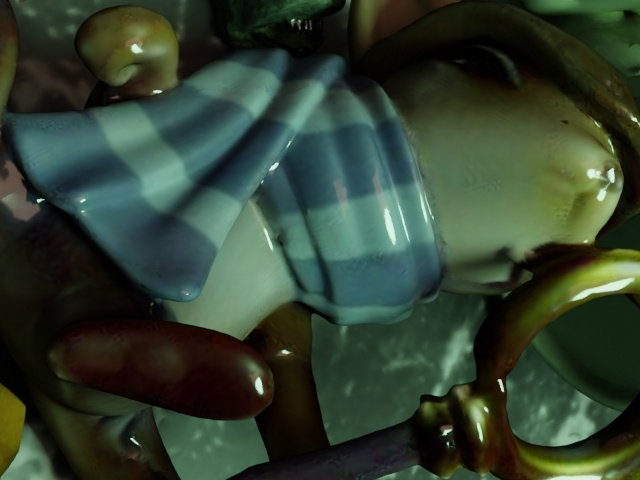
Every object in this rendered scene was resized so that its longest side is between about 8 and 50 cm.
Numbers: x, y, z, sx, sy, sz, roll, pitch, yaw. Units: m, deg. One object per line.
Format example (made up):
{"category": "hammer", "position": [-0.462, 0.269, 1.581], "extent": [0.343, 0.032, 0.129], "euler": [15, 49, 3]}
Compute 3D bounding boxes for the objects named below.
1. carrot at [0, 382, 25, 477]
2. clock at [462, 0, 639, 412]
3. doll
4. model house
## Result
{"category": "carrot", "position": [-0.221, 0.165, 0.688], "extent": [0.070, 0.070, 0.260], "euler": [43, 64, -25]}
{"category": "clock", "position": [0.185, -0.026, 0.877], "extent": [0.109, 0.265, 0.324], "euler": [-17, 98, -28]}
{"category": "doll", "position": [0.001, 0.000, 0.744], "extent": [0.340, 0.209, 0.317], "euler": [-22, 100, -23]}
{"category": "model house", "position": [-0.013, -0.141, 0.854], "extent": [0.066, 0.083, 0.078], "euler": [4, 82, -37]}
